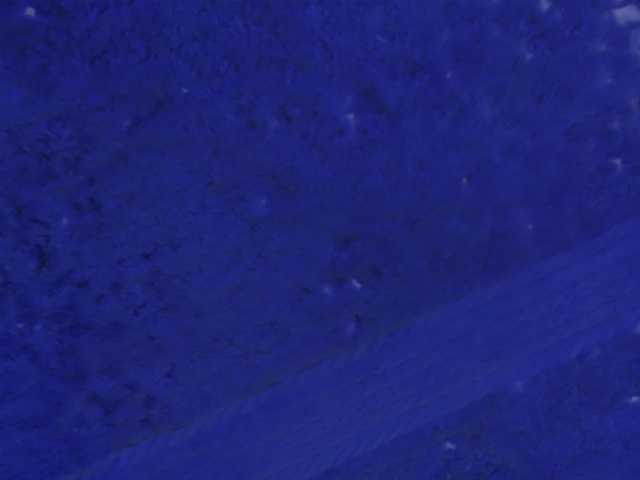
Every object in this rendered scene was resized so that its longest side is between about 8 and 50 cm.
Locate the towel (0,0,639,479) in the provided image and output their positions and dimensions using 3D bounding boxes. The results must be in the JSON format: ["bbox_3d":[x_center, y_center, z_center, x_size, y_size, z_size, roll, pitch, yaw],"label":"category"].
[{"bbox_3d":[0.000,0.000,0.429,0.308,0.228,0.076,62,4,-47],"label":"towel"}]
